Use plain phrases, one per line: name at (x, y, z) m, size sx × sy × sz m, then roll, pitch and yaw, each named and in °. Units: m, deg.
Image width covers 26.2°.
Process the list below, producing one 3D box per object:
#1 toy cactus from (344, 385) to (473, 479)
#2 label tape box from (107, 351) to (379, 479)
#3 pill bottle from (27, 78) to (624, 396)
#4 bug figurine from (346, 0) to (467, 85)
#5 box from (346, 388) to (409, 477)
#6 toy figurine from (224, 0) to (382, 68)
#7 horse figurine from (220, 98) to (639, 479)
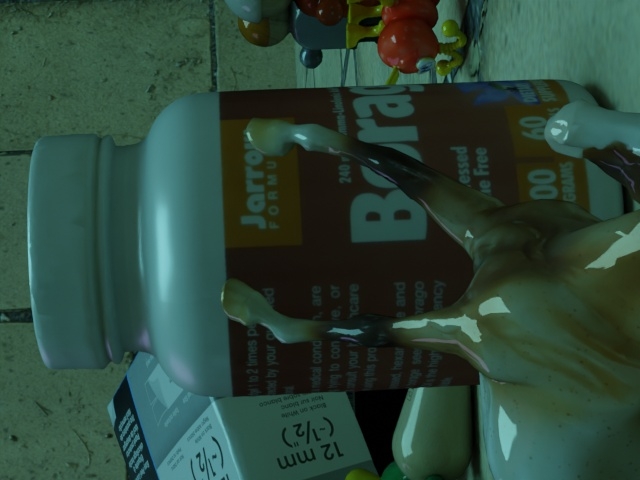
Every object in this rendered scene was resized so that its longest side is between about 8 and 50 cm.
toy cactus at (0.054, 0.164, 0.852) m, size 0.219 × 0.112 × 0.180 m, roll -40°, pitch -42°, yaw -84°
label tape box at (-0.045, 0.230, 1.077) m, size 0.249 × 0.115 × 0.347 m, roll -53°, pitch 52°, yaw 56°
pill bottle at (0.000, 0.000, 0.540) m, size 0.121 × 0.216 × 0.121 m, roll 177°, pitch 90°, yaw -86°
bug figurine at (0.052, -0.209, 0.737) m, size 0.279 × 0.072 × 0.216 m, roll 83°, pitch -170°, yaw -78°
box at (0.021, 0.189, 1.232) m, size 0.184 × 0.103 × 0.261 m, roll -113°, pitch 20°, yaw -69°
toy figurine at (-0.010, -0.134, 1.143) m, size 0.209 × 0.148 × 0.213 m, roll -176°, pitch 84°, yaw -86°
horse figurine at (0.056, 0.065, 0.437) m, size 0.066 × 0.175 × 0.263 m, roll -41°, pitch -47°, yaw -52°
